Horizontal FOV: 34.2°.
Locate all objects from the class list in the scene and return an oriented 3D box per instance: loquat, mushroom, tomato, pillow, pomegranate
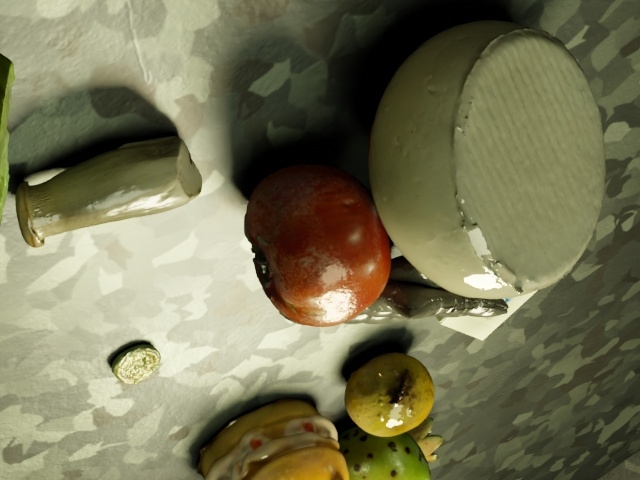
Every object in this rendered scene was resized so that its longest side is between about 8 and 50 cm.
[{"bbox_3d":[0.130,0.297,1.978,0.172,0.149,0.204,-22,158,-17],"label":"loquat"},{"bbox_3d":[-0.258,-0.065,1.297,0.247,0.108,0.096,-19,102,-21],"label":"mushroom"},{"bbox_3d":[0.000,-0.002,1.452,0.189,0.232,0.232,-21,143,-16],"label":"tomato"},{"bbox_3d":[0.112,0.083,1.632,0.228,0.101,0.326,6,172,-41],"label":"pillow"},{"bbox_3d":[0.122,0.476,2.158,0.231,0.231,0.286,-47,171,19],"label":"pomegranate"}]

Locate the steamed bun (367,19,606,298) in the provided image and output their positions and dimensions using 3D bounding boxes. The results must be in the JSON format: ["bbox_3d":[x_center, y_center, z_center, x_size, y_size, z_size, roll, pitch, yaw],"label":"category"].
[{"bbox_3d":[0.210,-0.109,1.421,0.374,0.241,0.374,-4,97,-43],"label":"steamed bun"}]

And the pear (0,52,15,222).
[{"bbox_3d":[-0.403,-0.079,1.039,0.176,0.286,0.281,7,133,-16],"label":"pear"}]

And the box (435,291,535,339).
[{"bbox_3d":[0.334,0.063,1.915,0.256,0.069,0.164,-45,143,17],"label":"box"}]

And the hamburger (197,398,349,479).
[{"bbox_3d":[-0.072,0.459,1.947,0.276,0.237,0.276,-21,141,-18],"label":"hamburger"}]

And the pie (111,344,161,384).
[{"bbox_3d":[-0.290,0.195,1.646,0.084,0.021,0.084,-19,138,-18],"label":"pie"}]
